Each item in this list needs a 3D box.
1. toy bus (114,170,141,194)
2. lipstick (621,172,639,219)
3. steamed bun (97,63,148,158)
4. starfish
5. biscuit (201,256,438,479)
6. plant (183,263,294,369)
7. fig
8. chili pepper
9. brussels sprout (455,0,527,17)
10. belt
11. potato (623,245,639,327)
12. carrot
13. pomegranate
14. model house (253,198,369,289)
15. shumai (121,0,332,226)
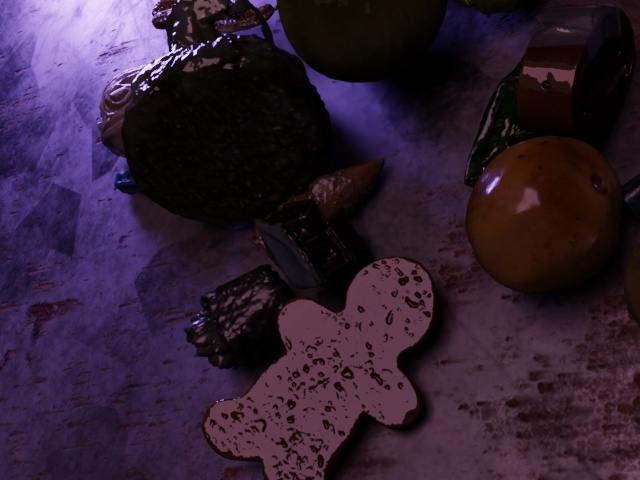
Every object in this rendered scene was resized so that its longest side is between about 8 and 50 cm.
[{"bbox_3d":[-0.370,-0.120,2.047,0.083,0.046,0.038,-5,65,32],"label":"toy bus"},{"bbox_3d":[0.535,-0.120,1.475,0.234,0.053,0.053,-37,52,5],"label":"lipstick"},{"bbox_3d":[-0.373,-0.265,2.058,0.211,0.144,0.218,-7,63,30],"label":"steamed bun"},{"bbox_3d":[-0.223,-0.506,2.113,0.303,0.113,0.312,-38,61,14],"label":"starfish"},{"bbox_3d":[0.031,0.212,1.597,0.283,0.064,0.432,37,89,22],"label":"biscuit"},{"bbox_3d":[-0.130,0.138,1.711,0.194,0.129,0.132,-39,52,7],"label":"plant"},{"bbox_3d":[0.062,-0.409,1.770,0.316,0.316,0.316,-14,60,26],"label":"fig"},{"bbox_3d":[0.306,-0.194,1.633,0.099,0.083,0.253,21,84,40],"label":"chili pepper"},{"bbox_3d":[0.294,-0.469,1.749,0.183,0.131,0.145,46,128,37],"label":"brussels sprout"},{"bbox_3d":[0.381,-0.255,1.524,0.105,0.184,0.261,10,42,35],"label":"belt"},{"bbox_3d":[0.495,0.037,1.376,0.202,0.117,0.182,-44,48,7],"label":"potato"},{"bbox_3d":[0.006,-0.059,1.759,0.263,0.102,0.102,-36,52,3],"label":"carrot"},{"bbox_3d":[0.319,-0.036,1.456,0.233,0.233,0.233,-14,60,26],"label":"pomegranate"},{"bbox_3d":[-0.004,-0.006,1.667,0.152,0.106,0.165,-28,79,-31],"label":"model house"},{"bbox_3d":[-0.157,-0.247,1.839,0.395,0.395,0.348,-21,36,22],"label":"shumai"}]
